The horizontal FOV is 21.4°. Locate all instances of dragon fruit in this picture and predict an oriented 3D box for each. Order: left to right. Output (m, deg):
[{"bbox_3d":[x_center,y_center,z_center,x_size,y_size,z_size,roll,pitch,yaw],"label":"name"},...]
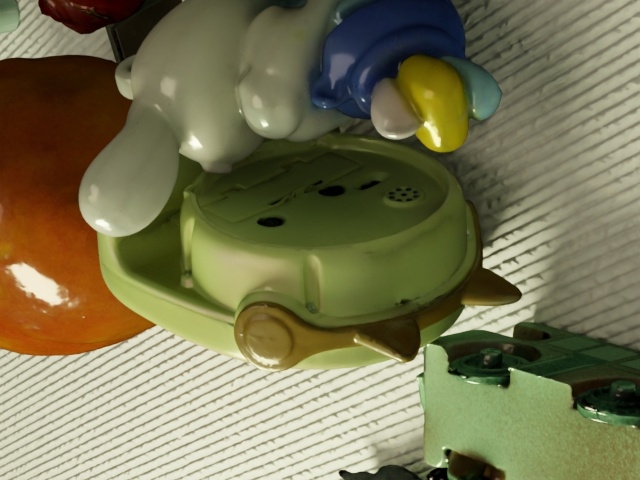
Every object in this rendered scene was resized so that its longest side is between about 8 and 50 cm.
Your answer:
[{"bbox_3d":[-0.200,-0.289,1.773,0.246,0.125,0.125,-1,113,42],"label":"dragon fruit"}]

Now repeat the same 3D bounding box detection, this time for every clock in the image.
[{"bbox_3d":[0.000,0.000,1.485,0.348,0.286,0.117,24,127,40],"label":"clock"}]

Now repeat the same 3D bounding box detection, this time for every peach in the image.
[{"bbox_3d":[-0.293,-0.034,1.793,0.342,0.301,0.343,22,120,44],"label":"peach"}]

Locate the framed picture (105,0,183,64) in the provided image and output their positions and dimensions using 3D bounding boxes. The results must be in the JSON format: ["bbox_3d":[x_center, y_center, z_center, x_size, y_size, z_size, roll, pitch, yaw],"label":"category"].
[{"bbox_3d":[-0.150,-0.146,1.835,0.184,0.016,0.250,-20,87,52],"label":"framed picture"}]

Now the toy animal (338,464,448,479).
[{"bbox_3d":[0.074,0.274,1.629,0.210,0.117,0.121,-7,104,50],"label":"toy animal"}]

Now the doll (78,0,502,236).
[{"bbox_3d":[-0.008,-0.149,1.468,0.365,0.187,0.376,-6,55,19],"label":"doll"}]

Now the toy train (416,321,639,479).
[{"bbox_3d":[0.219,0.156,1.376,0.326,0.159,0.129,13,110,52],"label":"toy train"}]

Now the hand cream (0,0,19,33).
[{"bbox_3d":[-0.446,-0.259,2.029,0.047,0.174,0.076,43,132,33],"label":"hand cream"}]
